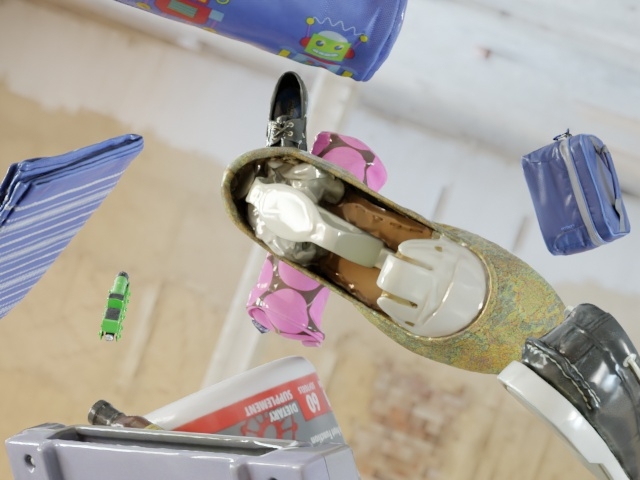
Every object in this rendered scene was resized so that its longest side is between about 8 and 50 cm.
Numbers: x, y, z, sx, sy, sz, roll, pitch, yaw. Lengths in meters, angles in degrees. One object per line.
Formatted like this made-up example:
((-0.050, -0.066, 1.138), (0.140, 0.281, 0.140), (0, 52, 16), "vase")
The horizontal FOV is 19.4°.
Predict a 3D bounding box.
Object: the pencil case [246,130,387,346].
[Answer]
((0.000, 0.000, 1.871), (0.095, 0.209, 0.098), (7, 159, 48), "pencil case")

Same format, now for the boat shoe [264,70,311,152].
((-0.035, -0.109, 1.868), (0.049, 0.142, 0.040), (-5, 140, 10), "boat shoe")

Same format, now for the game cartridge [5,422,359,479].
((-0.088, 0.248, 1.311), (0.068, 0.230, 0.355), (-15, -173, -40), "game cartridge")

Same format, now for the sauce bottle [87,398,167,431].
((-0.158, 0.187, 1.705), (0.128, 0.042, 0.042), (28, -178, 29), "sauce bottle")

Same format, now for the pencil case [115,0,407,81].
((-0.083, -0.215, 1.331), (0.306, 0.133, 0.119), (18, 145, -11), "pencil case")

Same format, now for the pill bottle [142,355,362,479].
((-0.038, 0.313, 1.817), (0.210, 0.362, 0.210), (-23, 175, -2), "pill bottle")

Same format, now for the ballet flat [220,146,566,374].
((0.052, 0.015, 1.642), (0.349, 0.123, 0.123), (30, -178, 25), "ballet flat")

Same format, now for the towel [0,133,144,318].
((-0.360, 0.005, 2.186), (0.040, 0.336, 0.243), (48, -150, 10), "towel")

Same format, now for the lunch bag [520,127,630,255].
((0.206, -0.041, 1.483), (0.065, 0.098, 0.067), (-19, 175, 22), "lunch bag")

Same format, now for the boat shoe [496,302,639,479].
((0.219, 0.126, 1.432), (0.114, 0.091, 0.302), (42, 179, 19), "boat shoe")

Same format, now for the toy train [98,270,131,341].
((-0.153, 0.048, 1.394), (0.017, 0.023, 0.083), (7, -154, -3), "toy train")
